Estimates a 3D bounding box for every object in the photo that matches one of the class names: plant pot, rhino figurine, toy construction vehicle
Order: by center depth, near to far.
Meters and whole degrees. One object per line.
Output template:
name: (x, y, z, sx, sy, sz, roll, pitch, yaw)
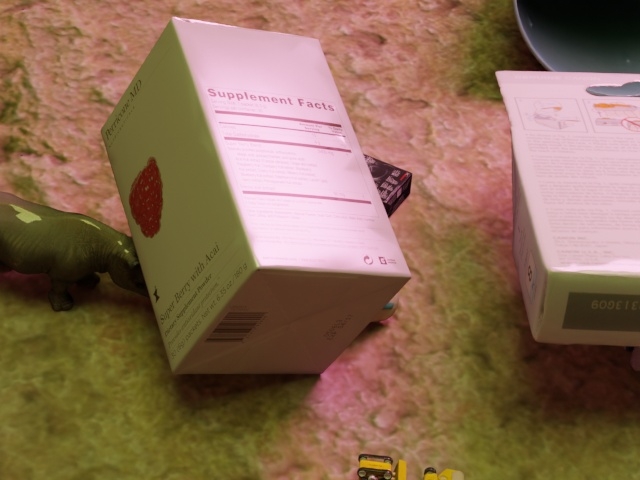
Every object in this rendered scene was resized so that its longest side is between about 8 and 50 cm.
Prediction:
toy construction vehicle: (0.080, 0.232, 1.397, 0.098, 0.035, 0.086, 5, 31, -2)
rhino figurine: (-0.250, 0.013, 1.560, 0.243, 0.106, 0.073, 12, 43, 9)
plant pot: (0.357, -0.350, 1.894, 0.293, 0.293, 0.235, 0, 26, -4)

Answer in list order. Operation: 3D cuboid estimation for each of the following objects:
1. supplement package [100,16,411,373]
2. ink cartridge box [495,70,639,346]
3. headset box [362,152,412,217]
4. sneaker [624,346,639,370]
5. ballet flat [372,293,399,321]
supplement package: (-0.070, -0.040, 1.495, 0.175, 0.177, 0.293, 4, 52, -35)
ink cartridge box: (0.337, -0.040, 1.535, 0.308, 0.091, 0.385, 2, 33, -3)
headset box: (0.050, -0.061, 1.721, 0.083, 0.032, 0.062, 22, 44, 21)
sneaker: (0.397, 0.009, 1.614, 0.182, 0.127, 0.316, 5, 48, -4)
ballet flat: (0.000, 0.000, 1.627, 0.086, 0.086, 0.248, -19, 48, -24)
